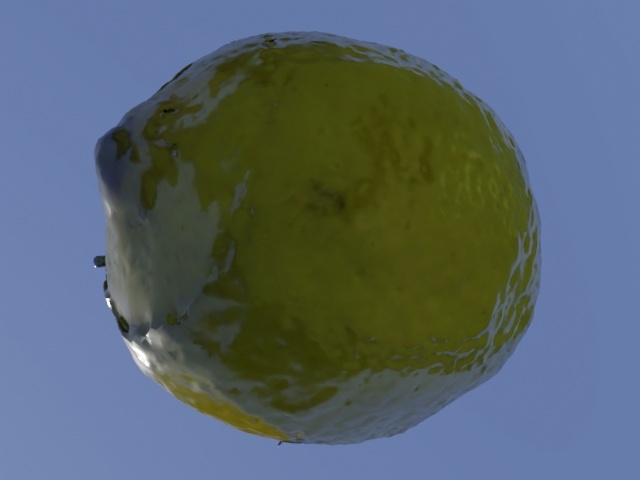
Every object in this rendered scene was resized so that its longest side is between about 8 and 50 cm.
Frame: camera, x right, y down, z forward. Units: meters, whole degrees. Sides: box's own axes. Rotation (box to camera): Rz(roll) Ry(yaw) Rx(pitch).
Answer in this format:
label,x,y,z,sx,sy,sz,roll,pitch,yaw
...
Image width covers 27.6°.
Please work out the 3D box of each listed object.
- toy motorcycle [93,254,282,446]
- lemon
label,x,y,z,sx,sy,sz,roll,pitch,yaw
toy motorcycle,-0.066,0.065,0.921,0.157,0.263,0.091,37,-101,9
lemon,0.001,0.001,0.556,0.193,0.180,0.181,38,-141,-63
